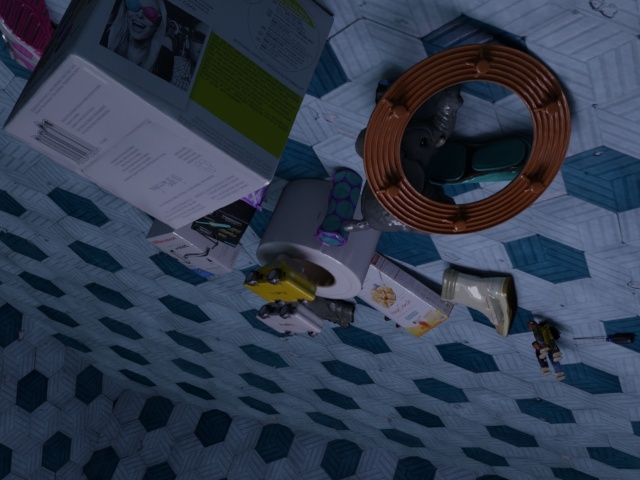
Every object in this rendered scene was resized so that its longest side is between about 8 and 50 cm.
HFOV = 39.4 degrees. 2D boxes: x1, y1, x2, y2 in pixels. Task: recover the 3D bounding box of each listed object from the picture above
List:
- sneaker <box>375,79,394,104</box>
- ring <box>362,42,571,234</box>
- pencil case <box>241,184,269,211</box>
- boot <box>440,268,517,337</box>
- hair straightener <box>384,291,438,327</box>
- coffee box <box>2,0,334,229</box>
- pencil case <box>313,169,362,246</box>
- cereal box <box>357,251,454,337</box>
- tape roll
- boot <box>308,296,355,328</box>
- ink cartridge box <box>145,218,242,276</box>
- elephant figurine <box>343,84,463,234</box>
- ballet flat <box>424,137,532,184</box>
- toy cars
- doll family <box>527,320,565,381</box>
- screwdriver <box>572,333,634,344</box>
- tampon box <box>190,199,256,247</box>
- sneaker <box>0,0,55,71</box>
[{"bbox_3d":[0.121,-0.211,1.559,0.067,0.078,0.188,19,154,10],"label":"sneaker"},{"bbox_3d":[0.234,-0.146,1.410,0.337,0.032,0.336,-4,122,-6],"label":"ring"},{"bbox_3d":[-0.210,-0.139,1.956,0.206,0.088,0.086,18,150,4],"label":"pencil case"},{"bbox_3d":[0.368,0.143,2.080,0.165,0.077,0.213,10,148,22],"label":"boot"},{"bbox_3d":[0.232,0.170,2.275,0.089,0.047,0.230,31,153,-20],"label":"hair straightener"},{"bbox_3d":[-0.240,-0.269,1.424,0.338,0.334,0.338,32,152,-26],"label":"coffee box"},{"bbox_3d":[0.037,-0.066,1.829,0.070,0.151,0.064,20,158,-16],"label":"pencil case"},{"bbox_3d":[0.186,0.134,2.190,0.240,0.047,0.173,34,151,-4],"label":"cereal box"},{"bbox_3d":[0.000,0.000,1.974,0.246,0.169,0.246,18,156,8],"label":"tape roll"},{"bbox_3d":[0.022,0.170,2.427,0.161,0.083,0.246,13,160,2],"label":"boot"},{"bbox_3d":[-0.333,0.006,2.345,0.203,0.085,0.148,36,152,-30],"label":"ink cartridge box"},{"bbox_3d":[0.138,-0.135,1.512,0.169,0.186,0.239,19,140,33],"label":"elephant figurine"},{"bbox_3d":[0.280,-0.132,1.597,0.247,0.083,0.087,0,161,42],"label":"ballet flat"},{"bbox_3d":[-0.069,0.121,1.978,0.177,0.087,0.393,21,159,13],"label":"toy cars"},{"bbox_3d":[0.541,0.255,2.140,0.076,0.111,0.193,-15,136,0],"label":"doll family"},{"bbox_3d":[0.659,0.235,2.096,0.024,0.025,0.170,35,151,-27],"label":"screwdriver"},{"bbox_3d":[-0.216,-0.074,2.073,0.121,0.101,0.161,25,154,-7],"label":"tampon box"},{"bbox_3d":[-0.565,-0.391,1.712,0.111,0.103,0.252,5,150,28],"label":"sneaker"}]
